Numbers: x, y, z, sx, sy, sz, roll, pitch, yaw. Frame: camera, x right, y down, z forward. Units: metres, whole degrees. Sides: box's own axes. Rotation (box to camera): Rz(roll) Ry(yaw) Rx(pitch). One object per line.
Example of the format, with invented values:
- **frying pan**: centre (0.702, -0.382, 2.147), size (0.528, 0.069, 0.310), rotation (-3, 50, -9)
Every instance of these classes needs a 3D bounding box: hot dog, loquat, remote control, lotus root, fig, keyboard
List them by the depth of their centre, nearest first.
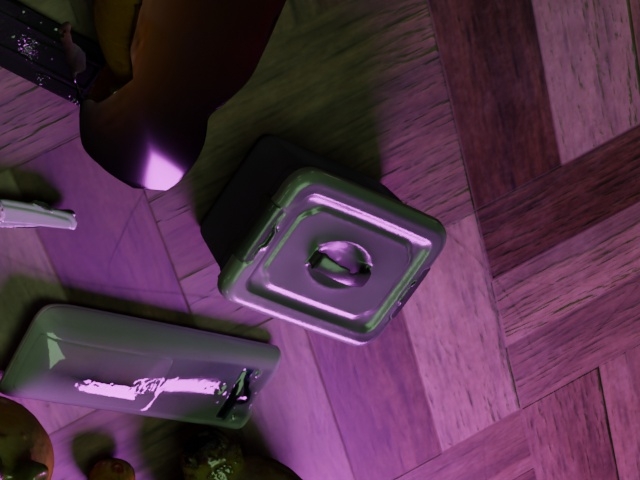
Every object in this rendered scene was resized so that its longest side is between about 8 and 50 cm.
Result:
- **hot dog**: centre (-0.140, -0.218, 1.736), size (0.194, 0.107, 0.326), rotation (22, 112, -37)
- **keyboard**: centre (-0.260, -0.175, 1.758), size (0.204, 0.013, 0.061), rotation (27, 106, -41)
- **loquat**: centre (-0.334, 0.230, 1.910), size (0.172, 0.204, 0.149), rotation (-45, 113, -37)
- **remote control**: centre (-0.177, 0.140, 2.021), size (0.313, 0.055, 0.109), rotation (13, 115, -38)
- **fig**: centre (-0.229, 0.267, 2.093), size (0.050, 0.050, 0.083), rotation (2, 132, -33)
- **lotus root**: centre (-0.074, 0.327, 2.167), size (0.173, 0.173, 0.309), rotation (-36, 132, -3)

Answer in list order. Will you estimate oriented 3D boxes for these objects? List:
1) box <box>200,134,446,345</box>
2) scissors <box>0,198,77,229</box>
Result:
- **box**: centre (0.000, 0.000, 1.973), size (0.227, 0.130, 0.162), rotation (22, 110, -40)
- **scissors**: centre (-0.321, -0.027, 1.824), size (0.204, 0.027, 0.101), rotation (8, 120, -34)
